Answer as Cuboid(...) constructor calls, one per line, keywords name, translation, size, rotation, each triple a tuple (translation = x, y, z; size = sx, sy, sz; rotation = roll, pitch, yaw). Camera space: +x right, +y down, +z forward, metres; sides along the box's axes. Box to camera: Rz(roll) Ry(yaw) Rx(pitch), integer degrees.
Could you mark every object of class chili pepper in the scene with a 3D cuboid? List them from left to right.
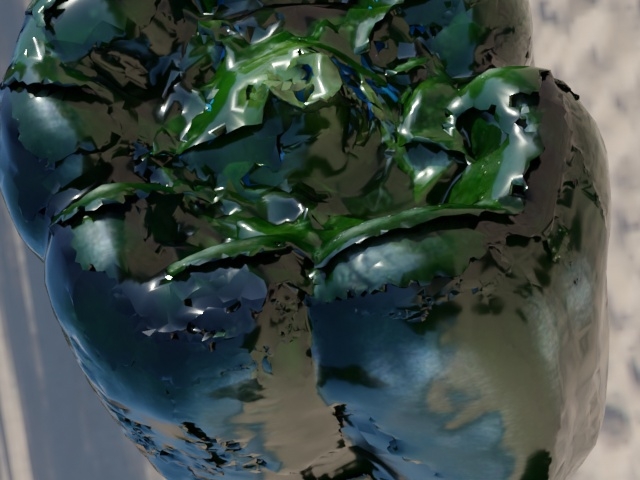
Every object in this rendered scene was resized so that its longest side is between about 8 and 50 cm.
Cuboid(name="chili pepper", translation=(0.000, 0.000, 0.750), size=(0.257, 0.233, 0.249), rotation=(74, -174, -52))
